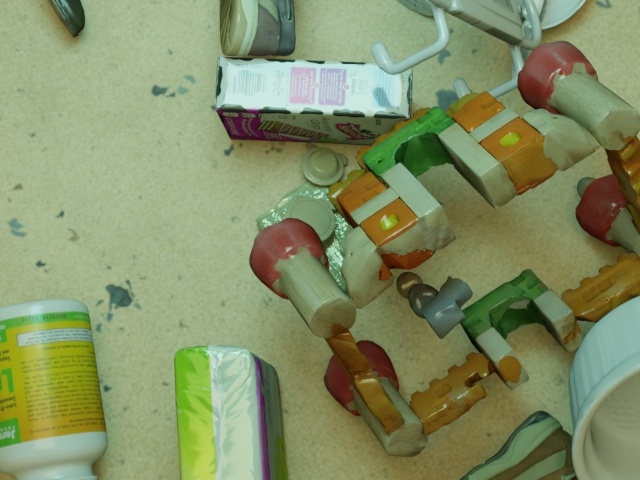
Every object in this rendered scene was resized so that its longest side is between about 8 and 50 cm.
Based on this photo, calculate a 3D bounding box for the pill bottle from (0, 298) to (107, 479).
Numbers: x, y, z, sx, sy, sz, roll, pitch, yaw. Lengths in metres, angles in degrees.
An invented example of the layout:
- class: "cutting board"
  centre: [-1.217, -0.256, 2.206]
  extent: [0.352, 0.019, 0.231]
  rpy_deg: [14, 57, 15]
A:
- class: "pill bottle"
  centre: [-0.329, 0.203, 1.718]
  extent: [0.136, 0.136, 0.246]
  rpy_deg: [-11, 79, 1]

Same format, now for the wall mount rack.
- class: "wall mount rack"
  centre: [0.120, -0.322, 1.686]
  extent: [0.130, 0.350, 0.304]
  rpy_deg: [-24, 71, 28]

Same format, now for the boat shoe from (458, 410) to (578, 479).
- class: "boat shoe"
  centre: [0.208, 0.313, 1.610]
  extent: [0.120, 0.123, 0.324]
  rpy_deg: [38, 49, 19]

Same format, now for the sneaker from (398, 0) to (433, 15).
- class: "sneaker"
  centre: [0.105, -0.356, 1.846]
  extent: [0.158, 0.061, 0.065]
  rpy_deg: [43, 76, 8]

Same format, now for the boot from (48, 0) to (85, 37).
- class: "boot"
  centre: [-0.317, -0.375, 1.858]
  extent: [0.106, 0.082, 0.219]
  rpy_deg: [-21, 77, 1]

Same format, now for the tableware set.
- class: "tableware set"
  centre: [0.033, -0.050, 1.787]
  extent: [0.141, 0.020, 0.169]
  rpy_deg: [19, 62, -3]

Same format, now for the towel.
- class: "towel"
  centre: [0.000, 0.000, 1.797]
  extent: [0.110, 0.027, 0.148]
  rpy_deg: [-40, 80, -4]

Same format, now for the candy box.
- class: "candy box"
  centre: [-0.004, -0.168, 1.763]
  extent: [0.233, 0.159, 0.071]
  rpy_deg: [2, 81, 4]

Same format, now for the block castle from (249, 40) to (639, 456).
- class: "block castle"
  centre: [0.167, 0.003, 1.654]
  extent: [0.453, 0.303, 0.213]
  rpy_deg: [-34, 37, -3]

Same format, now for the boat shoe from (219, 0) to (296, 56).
- class: "boat shoe"
  centre: [-0.070, -0.321, 1.769]
  extent: [0.092, 0.103, 0.285]
  rpy_deg: [16, 42, -15]

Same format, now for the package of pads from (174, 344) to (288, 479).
- class: "package of pads"
  centre: [-0.096, 0.276, 1.647]
  extent: [0.101, 0.229, 0.297]
  rpy_deg: [-4, 80, 5]

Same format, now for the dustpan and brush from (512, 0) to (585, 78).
- class: "dustpan and brush"
  centre: [0.268, -0.291, 1.823]
  extent: [0.147, 0.060, 0.211]
  rpy_deg: [12, 80, 5]

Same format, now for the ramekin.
- class: "ramekin"
  centre: [0.412, 0.183, 1.619]
  extent: [0.277, 0.277, 0.135]
  rpy_deg: [-4, 36, 2]
